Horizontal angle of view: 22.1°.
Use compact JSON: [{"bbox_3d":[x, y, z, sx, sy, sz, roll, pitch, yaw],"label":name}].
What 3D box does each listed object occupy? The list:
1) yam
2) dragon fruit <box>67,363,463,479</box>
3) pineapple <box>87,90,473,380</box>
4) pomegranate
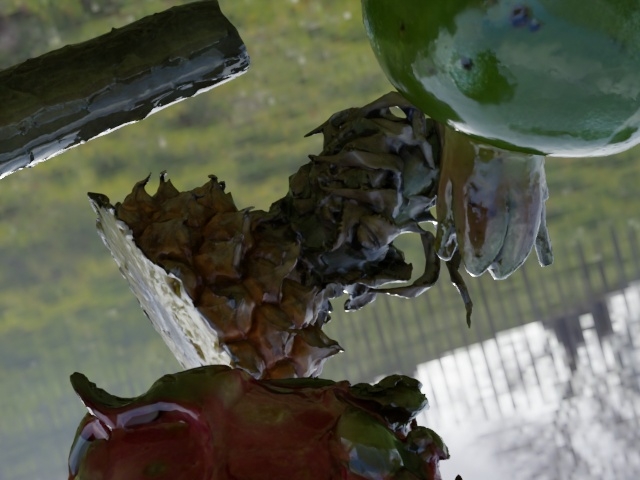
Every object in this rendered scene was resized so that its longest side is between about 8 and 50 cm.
[{"bbox_3d":[-0.224,-0.075,1.125,0.371,0.083,0.083,-27,-170,-19],"label":"yam"},{"bbox_3d":[-0.048,0.194,0.948,0.302,0.231,0.237,-29,144,27],"label":"dragon fruit"},{"bbox_3d":[0.000,0.000,1.288,0.271,0.262,0.262,-35,-168,-14],"label":"pineapple"},{"bbox_3d":[0.128,-0.120,1.067,0.236,0.302,0.236,14,-154,-7],"label":"pomegranate"}]
